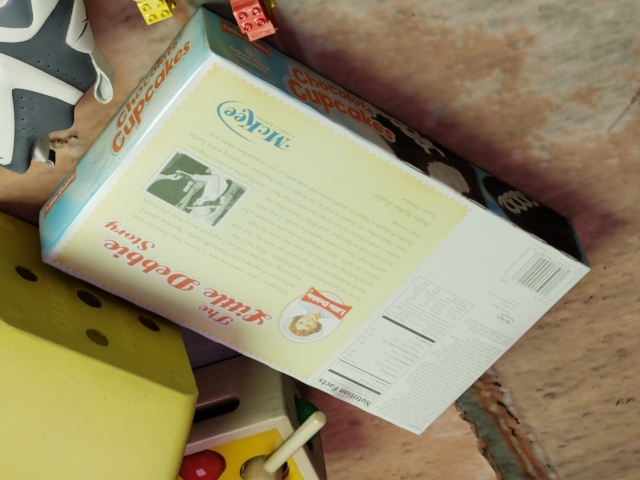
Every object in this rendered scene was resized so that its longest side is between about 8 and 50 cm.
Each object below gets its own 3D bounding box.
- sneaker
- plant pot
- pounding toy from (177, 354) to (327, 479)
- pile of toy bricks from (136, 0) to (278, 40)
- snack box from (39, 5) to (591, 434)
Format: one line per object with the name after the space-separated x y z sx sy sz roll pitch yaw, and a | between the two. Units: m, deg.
-0.226 -0.083 0.878 0.235 0.094 0.153 -24 131 13 | sneaker
-0.195 0.109 0.993 0.212 0.212 0.187 26 110 -27 | plant pot
-0.050 0.151 1.109 0.141 0.100 0.130 -17 132 7 | pounding toy
-0.100 -0.179 0.803 0.118 0.105 0.212 -18 131 8 | pile of toy bricks
0.000 0.000 1.006 0.322 0.060 0.187 28 119 -29 | snack box
